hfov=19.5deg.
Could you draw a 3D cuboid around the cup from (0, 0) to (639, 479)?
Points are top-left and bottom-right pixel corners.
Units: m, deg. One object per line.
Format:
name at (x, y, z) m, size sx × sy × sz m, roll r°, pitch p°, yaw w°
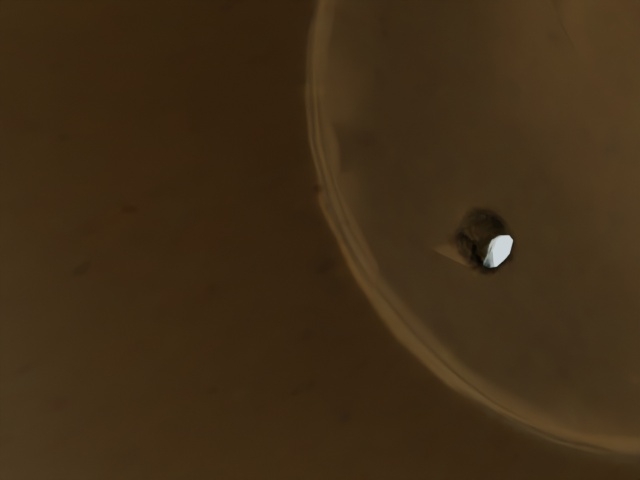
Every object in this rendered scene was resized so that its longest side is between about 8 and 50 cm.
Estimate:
cup at (0.000, 0.000, 0.355) m, size 0.331 × 0.237 × 0.331 m, roll 14°, pitch -67°, yaw 34°
